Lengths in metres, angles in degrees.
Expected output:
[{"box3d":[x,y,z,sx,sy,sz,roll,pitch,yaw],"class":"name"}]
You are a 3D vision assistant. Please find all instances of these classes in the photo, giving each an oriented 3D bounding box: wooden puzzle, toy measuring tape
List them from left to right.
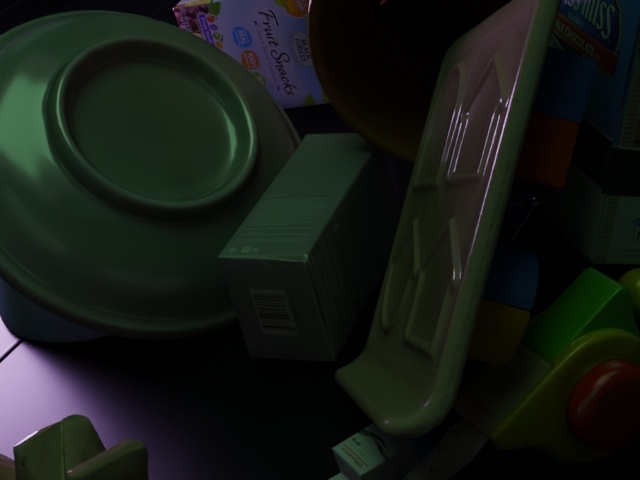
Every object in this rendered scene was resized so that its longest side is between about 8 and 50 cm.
[{"box3d":[0.119,-0.024,0.938,0.080,0.348,0.322,20,-1,-6],"class":"wooden puzzle"},{"box3d":[0.151,0.153,0.899,0.330,0.121,0.121,-46,33,-3],"class":"toy measuring tape"}]

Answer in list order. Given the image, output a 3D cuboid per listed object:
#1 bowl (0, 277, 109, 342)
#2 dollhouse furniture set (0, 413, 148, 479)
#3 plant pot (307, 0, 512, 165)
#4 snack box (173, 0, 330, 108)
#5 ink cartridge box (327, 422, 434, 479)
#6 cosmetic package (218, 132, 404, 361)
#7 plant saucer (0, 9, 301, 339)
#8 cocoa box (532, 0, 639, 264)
[{"box3d":[-0.252,-0.039,1.369,0.311,0.163,0.311,-15,30,8],"class":"bowl"},{"box3d":[-0.381,0.276,0.884,0.362,0.256,0.394,15,24,35],"class":"dollhouse furniture set"},{"box3d":[0.148,-0.238,1.182,0.291,0.291,0.203,-8,33,19],"class":"plant pot"},{"box3d":[-0.076,-0.270,1.652,0.207,0.174,0.070,-5,32,24],"class":"snack box"},{"box3d":[0.044,0.175,0.961,0.083,0.028,0.048,-29,30,-18],"class":"ink cartridge box"},{"box3d":[0.000,0.000,1.191,0.107,0.127,0.238,1,36,27],"class":"cosmetic package"},{"box3d":[-0.178,-0.097,1.225,0.400,0.400,0.100,-43,-5,-38],"class":"plant saucer"},{"box3d":[0.359,-0.126,0.977,0.347,0.228,0.231,2,26,-11],"class":"cocoa box"}]
